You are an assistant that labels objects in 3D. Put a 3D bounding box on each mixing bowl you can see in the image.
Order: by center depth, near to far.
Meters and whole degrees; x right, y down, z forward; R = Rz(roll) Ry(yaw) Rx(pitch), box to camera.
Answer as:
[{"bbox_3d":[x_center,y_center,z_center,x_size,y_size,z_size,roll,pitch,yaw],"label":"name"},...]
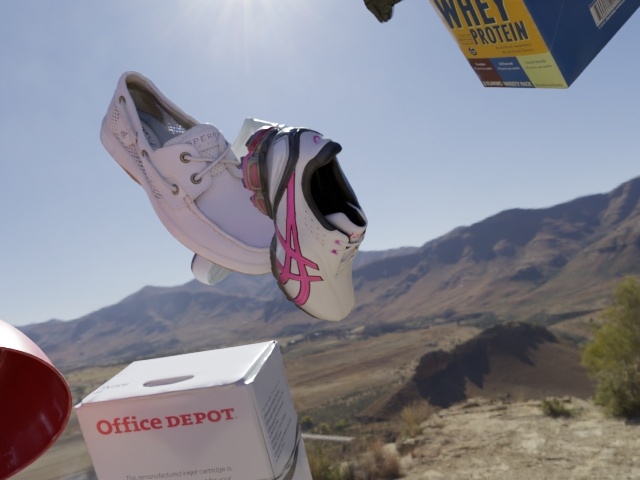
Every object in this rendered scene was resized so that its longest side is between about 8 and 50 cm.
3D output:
[{"bbox_3d":[-0.323,0.129,0.424,0.181,0.181,0.098,-5,35,-36],"label":"mixing bowl"}]

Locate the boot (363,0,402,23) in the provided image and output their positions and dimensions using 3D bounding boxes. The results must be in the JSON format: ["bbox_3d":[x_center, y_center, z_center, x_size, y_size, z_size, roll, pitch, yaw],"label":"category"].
[{"bbox_3d":[0.134,-0.420,0.844,0.099,0.045,0.121,-15,1,26],"label":"boot"}]

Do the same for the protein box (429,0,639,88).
[{"bbox_3d":[0.239,-0.312,0.539,0.200,0.201,0.136,-48,28,-3],"label":"protein box"}]

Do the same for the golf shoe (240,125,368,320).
[{"bbox_3d":[0.000,0.000,0.395,0.086,0.186,0.067,15,46,41],"label":"golf shoe"}]

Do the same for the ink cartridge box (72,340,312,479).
[{"bbox_3d":[-0.135,0.303,0.622,0.223,0.308,0.129,-11,9,13],"label":"ink cartridge box"}]

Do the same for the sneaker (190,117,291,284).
[{"bbox_3d":[-0.120,-0.060,0.680,0.091,0.258,0.094,19,-27,11],"label":"sneaker"}]

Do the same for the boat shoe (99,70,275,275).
[{"bbox_3d":[-0.134,-0.078,0.516,0.098,0.277,0.096,-34,-21,-46],"label":"boat shoe"}]
